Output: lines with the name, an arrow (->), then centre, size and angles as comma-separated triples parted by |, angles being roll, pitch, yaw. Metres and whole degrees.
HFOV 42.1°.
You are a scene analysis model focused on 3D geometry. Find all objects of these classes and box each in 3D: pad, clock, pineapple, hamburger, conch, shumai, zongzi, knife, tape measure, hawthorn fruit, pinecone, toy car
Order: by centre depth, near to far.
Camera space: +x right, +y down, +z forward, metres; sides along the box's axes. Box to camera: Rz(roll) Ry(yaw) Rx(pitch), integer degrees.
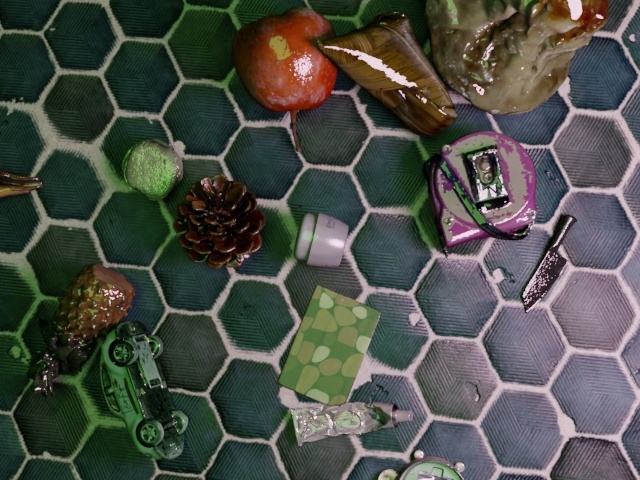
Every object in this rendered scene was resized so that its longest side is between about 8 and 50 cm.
shumai -> 0.414, -0.466, 1.676 | 0.324, 0.323, 0.398 | -22, 96, -17
clock -> 0.232, 0.529, 1.736 | 0.229, 0.063, 0.156 | 17, 86, 5
zongzi -> 0.138, -0.331, 1.738 | 0.134, 0.288, 0.286 | -37, 83, 39
tape measure -> 0.341, -0.105, 1.755 | 0.231, 0.149, 0.245 | -17, 83, 3
pinecone -> -0.219, -0.046, 1.770 | 0.207, 0.208, 0.208 | 0, 84, 4
hawthorn fruit -> -0.062, -0.380, 1.771 | 0.231, 0.235, 0.263 | -37, 76, 8
toy car -> -0.389, 0.326, 1.772 | 0.125, 0.136, 0.306 | -20, 84, 15
knife -> 0.497, 0.054, 1.792 | 0.060, 0.028, 0.230 | 30, 88, -5
pineapple -> -0.538, 0.196, 1.802 | 0.170, 0.141, 0.310 | 39, 96, 31
pad -> 0.020, 0.234, 1.814 | 0.158, 0.003, 0.235 | 22, 85, 6
hamburger -> -0.376, -0.162, 1.859 | 0.140, 0.062, 0.133 | 37, 89, 5
conch -> -0.758, -0.122, 1.879 | 0.232, 0.080, 0.086 | -23, 116, -17

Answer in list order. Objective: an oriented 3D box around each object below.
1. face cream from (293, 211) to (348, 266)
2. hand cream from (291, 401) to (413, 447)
face cream -> 0.000, 0.000, 1.786 | 0.104, 0.117, 0.117 | 14, 85, -2
hand cream -> 0.068, 0.382, 1.771 | 0.256, 0.050, 0.084 | -9, 85, 8
